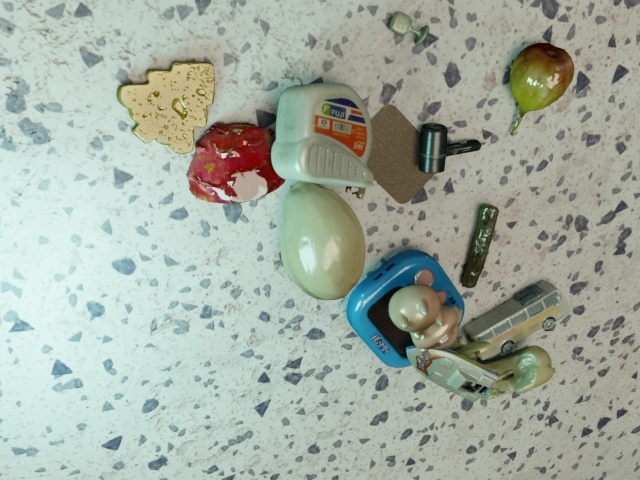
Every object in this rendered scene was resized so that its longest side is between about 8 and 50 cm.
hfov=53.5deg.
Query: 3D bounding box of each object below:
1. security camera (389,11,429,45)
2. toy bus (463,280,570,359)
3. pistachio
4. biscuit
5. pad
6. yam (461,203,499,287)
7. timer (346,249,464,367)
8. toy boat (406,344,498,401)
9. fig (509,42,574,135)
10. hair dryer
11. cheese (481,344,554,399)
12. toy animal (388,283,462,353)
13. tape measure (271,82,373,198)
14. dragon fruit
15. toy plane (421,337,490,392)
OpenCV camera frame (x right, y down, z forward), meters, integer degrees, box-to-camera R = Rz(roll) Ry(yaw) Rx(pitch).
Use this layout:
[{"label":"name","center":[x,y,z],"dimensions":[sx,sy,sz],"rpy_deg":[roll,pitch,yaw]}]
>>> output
[{"label":"security camera","center":[0.212,-0.519,1.542],"dimensions":[0.092,0.058,0.058],"rpy_deg":[27,103,-17]},{"label":"toy bus","center":[0.637,0.259,2.066],"dimensions":[0.343,0.097,0.138],"rpy_deg":[-29,115,-5]},{"label":"pistachio","center":[0.000,0.000,1.630],"dimensions":[0.226,0.208,0.331],"rpy_deg":[-4,108,20]},{"label":"biscuit","center":[-0.327,-0.314,1.428],"dimensions":[0.239,0.041,0.212],"rpy_deg":[-44,116,3]},{"label":"pad","center":[0.204,-0.227,1.704],"dimensions":[0.176,0.002,0.266],"rpy_deg":[-47,122,5]},{"label":"yam","center":[0.477,0.021,1.904],"dimensions":[0.061,0.061,0.274],"rpy_deg":[-1,116,-21]},{"label":"timer","center":[0.249,0.201,1.868],"dimensions":[0.309,0.115,0.340],"rpy_deg":[-40,122,-1]},{"label":"toy boat","center":[0.377,0.382,1.884],"dimensions":[0.295,0.088,0.129],"rpy_deg":[27,119,-14]},{"label":"fig","center":[0.571,-0.393,1.705],"dimensions":[0.159,0.159,0.257],"rpy_deg":[0,132,-22]},{"label":"hair dryer","center":[0.363,-0.258,1.719],"dimensions":[0.219,0.071,0.124],"rpy_deg":[-10,117,-26]},{"label":"cheese","center":[0.619,0.432,2.056],"dimensions":[0.266,0.127,0.233],"rpy_deg":[-31,164,35]},{"label":"toy animal","center":[0.283,0.212,1.731],"dimensions":[0.166,0.154,0.250],"rpy_deg":[-30,132,17]},{"label":"tape measure","center":[0.010,-0.240,1.509],"dimensions":[0.258,0.130,0.265],"rpy_deg":[2,93,-43]},{"label":"dragon fruit","center":[-0.181,-0.177,1.503],"dimensions":[0.262,0.189,0.163],"rpy_deg":[-18,151,-17]},{"label":"toy plane","center":[0.413,0.366,1.986],"dimensions":[0.244,0.092,0.229],"rpy_deg":[-20,99,23]}]
